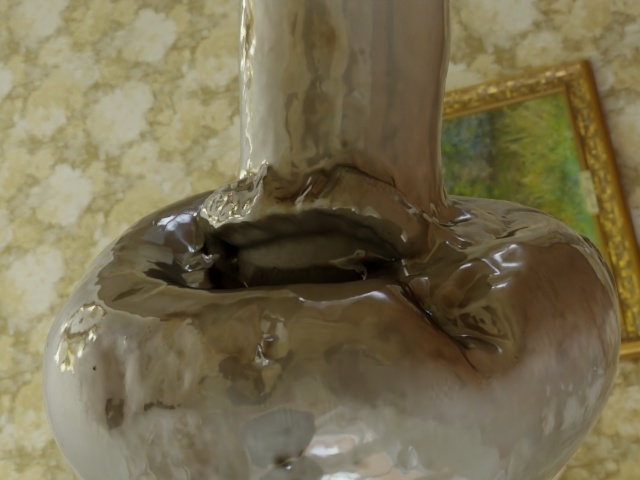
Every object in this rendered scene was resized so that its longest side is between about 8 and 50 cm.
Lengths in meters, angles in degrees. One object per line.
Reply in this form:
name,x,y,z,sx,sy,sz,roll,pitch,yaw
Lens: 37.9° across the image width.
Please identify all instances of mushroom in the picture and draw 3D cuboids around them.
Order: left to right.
mushroom,0.000,0.000,0.462,0.292,0.292,0.290,-55,-37,-70
